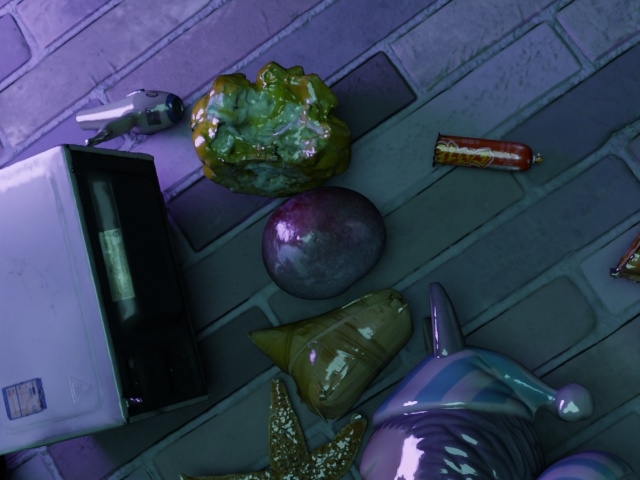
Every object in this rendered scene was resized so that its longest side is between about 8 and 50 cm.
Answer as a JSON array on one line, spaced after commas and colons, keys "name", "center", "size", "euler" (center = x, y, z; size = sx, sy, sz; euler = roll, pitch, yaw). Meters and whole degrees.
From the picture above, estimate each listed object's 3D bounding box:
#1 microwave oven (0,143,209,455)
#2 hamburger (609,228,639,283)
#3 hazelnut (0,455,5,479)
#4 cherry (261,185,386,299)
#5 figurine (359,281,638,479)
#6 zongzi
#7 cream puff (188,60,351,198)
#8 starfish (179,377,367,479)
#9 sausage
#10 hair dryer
[{"name": "microwave oven", "center": [-0.327, 0.080, 1.191], "size": [0.286, 0.218, 0.355], "euler": [-18, 82, 24]}, {"name": "hamburger", "center": [0.459, 0.004, 1.129], "size": [0.102, 0.087, 0.176], "euler": [39, 86, -1]}, {"name": "hazelnut", "center": [-0.570, 0.308, 1.234], "size": [0.251, 0.217, 0.217], "euler": [24, 91, -13]}, {"name": "cherry", "center": [-0.004, 0.002, 1.173], "size": [0.176, 0.176, 0.140], "euler": [-30, 58, 8]}, {"name": "figurine", "center": [0.191, 0.223, 1.042], "size": [0.361, 0.266, 0.377], "euler": [-24, 76, 35]}, {"name": "zongzi", "center": [0.012, 0.123, 1.211], "size": [0.194, 0.099, 0.197], "euler": [-44, 51, -11]}, {"name": "cream puff", "center": [-0.066, -0.153, 1.200], "size": [0.221, 0.195, 0.194], "euler": [4, 87, -6]}, {"name": "starfish", "center": [-0.041, 0.312, 1.219], "size": [0.295, 0.048, 0.231], "euler": [12, 83, 6]}, {"name": "sausage", "center": [0.227, -0.115, 1.198], "size": [0.145, 0.048, 0.050], "euler": [7, 93, 9]}, {"name": "hair dryer", "center": [-0.309, -0.159, 1.247], "size": [0.167, 0.199, 0.067], "euler": [0, 114, 35]}]
